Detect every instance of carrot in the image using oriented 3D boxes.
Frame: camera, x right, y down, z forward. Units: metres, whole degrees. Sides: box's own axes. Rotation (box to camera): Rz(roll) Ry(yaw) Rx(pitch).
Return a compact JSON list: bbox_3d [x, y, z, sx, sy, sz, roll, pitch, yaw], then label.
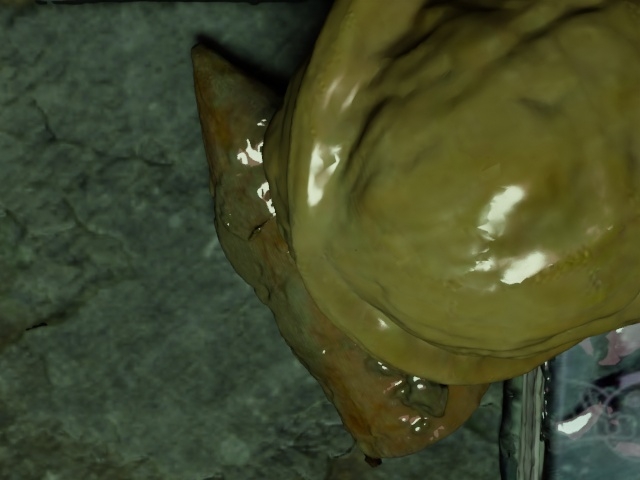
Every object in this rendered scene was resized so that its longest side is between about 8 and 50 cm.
[{"bbox_3d":[0.000,0.000,0.935,0.102,0.102,0.263,-28,110,11],"label":"carrot"}]

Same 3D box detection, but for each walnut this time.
[{"bbox_3d":[0.093,-0.049,0.815,0.257,0.224,0.257,-9,107,-30],"label":"walnut"}]

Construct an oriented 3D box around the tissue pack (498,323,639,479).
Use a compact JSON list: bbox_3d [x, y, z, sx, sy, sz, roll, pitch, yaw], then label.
[{"bbox_3d":[0.293,0.119,0.992,0.361,0.122,0.259,-4,119,-4],"label":"tissue pack"}]
